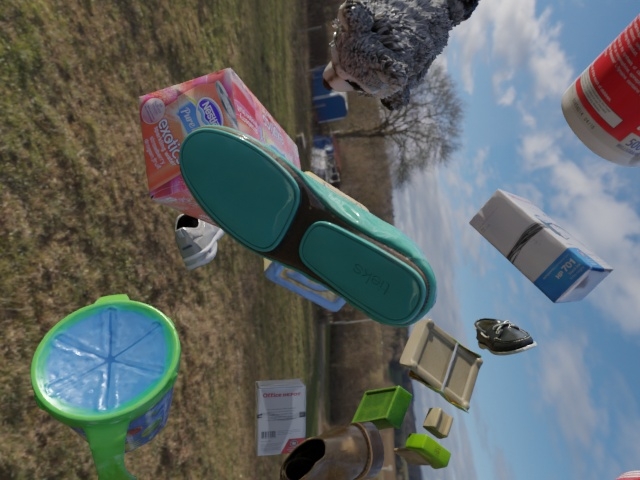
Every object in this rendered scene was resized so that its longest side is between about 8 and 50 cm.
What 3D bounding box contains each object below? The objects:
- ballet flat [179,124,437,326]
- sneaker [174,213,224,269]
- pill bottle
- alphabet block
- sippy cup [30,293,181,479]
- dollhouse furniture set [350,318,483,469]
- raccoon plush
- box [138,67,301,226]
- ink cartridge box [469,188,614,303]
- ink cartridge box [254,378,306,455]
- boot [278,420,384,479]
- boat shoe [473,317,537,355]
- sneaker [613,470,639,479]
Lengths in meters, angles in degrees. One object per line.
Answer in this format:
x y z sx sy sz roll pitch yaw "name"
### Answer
-0.011 -0.013 0.412 0.083 0.247 0.087 -58 168 12 "ballet flat"
-0.307 -0.042 1.208 0.281 0.105 0.115 -113 -179 -64 "sneaker"
0.666 -0.340 0.860 0.408 0.228 0.229 122 -30 -53 "pill bottle"
0.000 0.000 1.034 0.193 0.192 0.197 32 21 -23 "alphabet block"
-0.369 0.267 0.873 0.305 0.240 0.224 -61 167 -44 "sippy cup"
0.245 0.371 1.179 0.302 0.197 0.151 -57 -171 -35 "dollhouse furniture set"
0.170 -0.439 0.882 0.446 0.216 0.299 -55 -177 7 "raccoon plush"
-0.131 -0.113 0.749 0.300 0.142 0.154 34 44 -72 "box"
0.362 0.009 0.793 0.139 0.082 0.191 5 39 -47 "ink cartridge box"
-0.083 0.356 0.972 0.056 0.099 0.135 -176 -92 -77 "ink cartridge box"
-0.027 0.375 0.774 0.305 0.115 0.112 -56 -141 39 "boot"
0.542 0.284 1.447 0.302 0.114 0.091 132 -58 -78 "boat shoe"
0.475 0.338 0.578 0.128 0.221 0.087 -2 105 -50 "sneaker"
